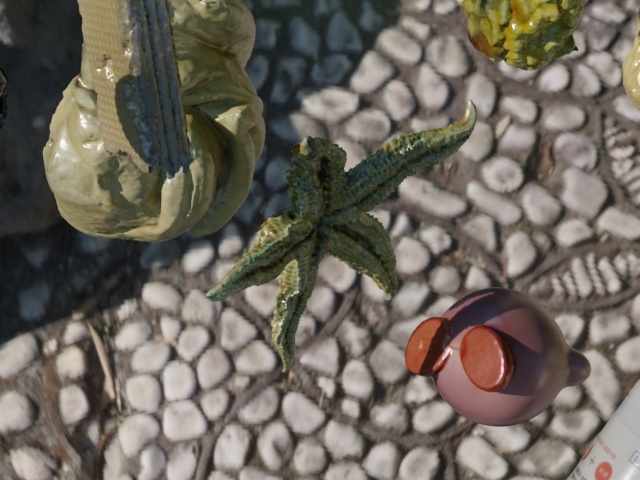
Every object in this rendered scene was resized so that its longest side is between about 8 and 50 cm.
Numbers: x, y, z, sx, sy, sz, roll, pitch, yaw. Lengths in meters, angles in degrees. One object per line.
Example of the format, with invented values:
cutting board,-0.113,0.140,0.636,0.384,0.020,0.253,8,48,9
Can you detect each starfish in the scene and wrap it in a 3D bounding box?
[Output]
starfish,-0.003,0.000,1.329,0.078,0.358,0.347,43,32,22

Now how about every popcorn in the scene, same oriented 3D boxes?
popcorn,0.308,-0.366,1.967,0.169,0.218,0.189,-6,58,-17

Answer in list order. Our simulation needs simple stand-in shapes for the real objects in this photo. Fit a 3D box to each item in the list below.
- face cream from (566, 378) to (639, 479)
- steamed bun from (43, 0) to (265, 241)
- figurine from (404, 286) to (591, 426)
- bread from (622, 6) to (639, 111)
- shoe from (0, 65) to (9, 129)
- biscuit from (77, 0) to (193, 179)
face cream,0.365,0.205,1.307,0.145,0.145,0.370,36,99,11
steamed bun,-0.195,-0.155,1.676,0.230,0.325,0.372,26,94,21
figurine,0.214,0.140,1.554,0.173,0.173,0.173,1,67,-3
bread,0.448,-0.097,1.143,0.388,0.183,0.236,27,26,-27
shoe,-0.319,-0.112,1.112,0.108,0.241,0.093,-35,117,-16
biscuit,-0.191,-0.184,1.317,0.061,0.239,0.108,-21,26,-30
